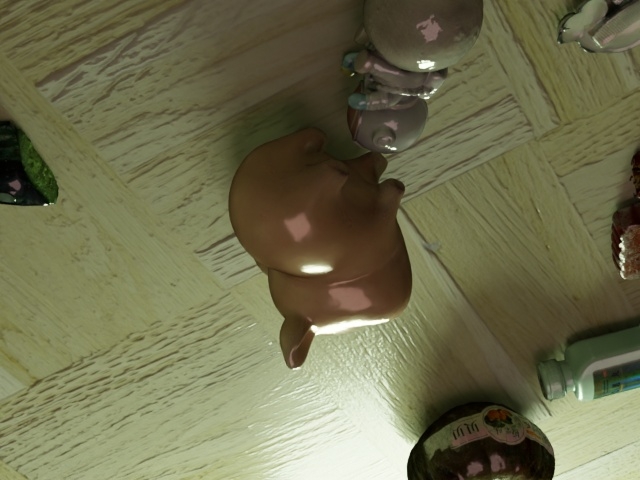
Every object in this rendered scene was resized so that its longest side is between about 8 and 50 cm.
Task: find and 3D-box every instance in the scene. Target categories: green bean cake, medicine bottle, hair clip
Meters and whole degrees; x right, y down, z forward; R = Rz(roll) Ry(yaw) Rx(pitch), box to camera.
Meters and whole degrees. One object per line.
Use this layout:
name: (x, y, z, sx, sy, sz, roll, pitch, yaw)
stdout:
green bean cake: (0.507, -0.010, 2.063, 0.135, 0.056, 0.135, -14, 137, 0)
medicine bottle: (0.476, 0.206, 2.267, 0.229, 0.083, 0.121, -14, 141, 1)
hair clip: (0.390, -0.288, 1.740, 0.172, 0.049, 0.116, -36, 129, 26)

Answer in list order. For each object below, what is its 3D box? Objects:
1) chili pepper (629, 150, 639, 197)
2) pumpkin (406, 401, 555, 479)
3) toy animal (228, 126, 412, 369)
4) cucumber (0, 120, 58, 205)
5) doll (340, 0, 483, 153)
chili pepper: (0.509, -0.089, 1.968, 0.123, 0.073, 0.070, 9, 126, -27)
pumpkin: (0.275, 0.402, 2.344, 0.260, 0.189, 0.260, -7, 138, -6)
toy animal: (0.000, 0.000, 1.813, 0.326, 0.237, 0.269, 26, 120, -39)
cucumber: (-0.426, -0.086, 1.718, 0.193, 0.086, 0.115, 4, 137, -10)
doll: (0.102, -0.216, 1.675, 0.151, 0.151, 0.287, 1, 140, -16)
